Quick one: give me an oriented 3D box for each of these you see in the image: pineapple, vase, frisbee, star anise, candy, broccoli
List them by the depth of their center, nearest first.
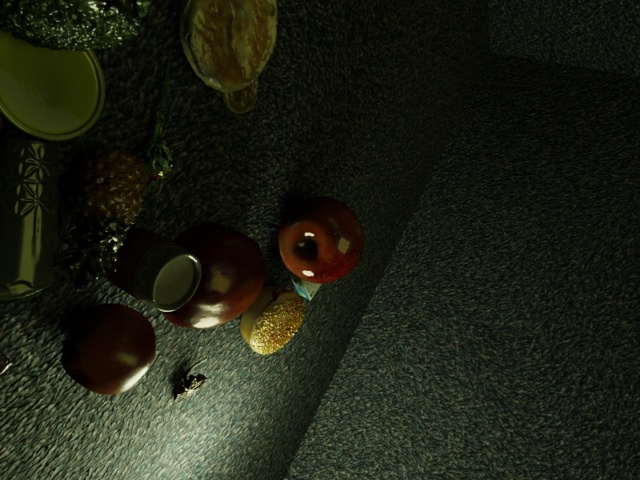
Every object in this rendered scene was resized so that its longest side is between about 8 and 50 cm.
[{"bbox_3d":[-0.439,-0.468,0.815,0.263,0.247,0.243,-16,88,-22],"label":"broccoli"},{"bbox_3d":[-0.535,-0.316,0.915,0.236,0.017,0.236,-24,118,-56],"label":"frisbee"},{"bbox_3d":[-0.596,-0.055,0.935,0.251,0.156,0.301,-70,172,-81],"label":"vase"},{"bbox_3d":[-0.471,-0.032,0.998,0.169,0.169,0.340,61,23,-57],"label":"pineapple"},{"bbox_3d":[-0.400,-0.302,1.170,0.091,0.083,0.305,5,98,-60],"label":"candy"},{"bbox_3d":[-0.457,0.496,1.650,0.191,0.070,0.097,-46,149,1],"label":"star anise"}]

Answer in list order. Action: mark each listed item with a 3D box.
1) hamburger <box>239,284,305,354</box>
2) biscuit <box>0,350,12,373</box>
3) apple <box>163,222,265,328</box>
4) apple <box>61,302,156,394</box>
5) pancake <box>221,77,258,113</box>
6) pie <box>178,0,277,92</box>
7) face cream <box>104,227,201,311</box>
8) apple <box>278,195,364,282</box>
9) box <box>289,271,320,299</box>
[{"bbox_3d":[-0.191,0.323,1.893,0.302,0.170,0.302,-39,141,-40],"label":"hamburger"},{"bbox_3d":[-0.727,0.132,0.859,0.073,0.107,0.388,-48,147,-33],"label":"biscuit"},{"bbox_3d":[-0.346,0.120,1.524,0.329,0.295,0.365,-37,166,31],"label":"apple"},{"bbox_3d":[-0.547,0.273,1.190,0.230,0.230,0.230,-41,143,-41],"label":"apple"},{"bbox_3d":[-0.236,-0.454,1.379,0.151,0.025,0.151,-32,134,-41],"label":"pancake"},{"bbox_3d":[-0.238,-0.563,1.221,0.339,0.077,0.339,-32,132,-45],"label":"pie"},{"bbox_3d":[-0.443,0.076,1.229,0.175,0.195,0.175,-40,141,-42],"label":"face cream"},{"bbox_3d":[0.000,0.000,1.815,0.277,0.348,0.348,-30,137,-70],"label":"apple"},{"bbox_3d":[-0.057,0.161,2.115,0.139,0.073,0.194,-54,150,-24],"label":"box"}]
